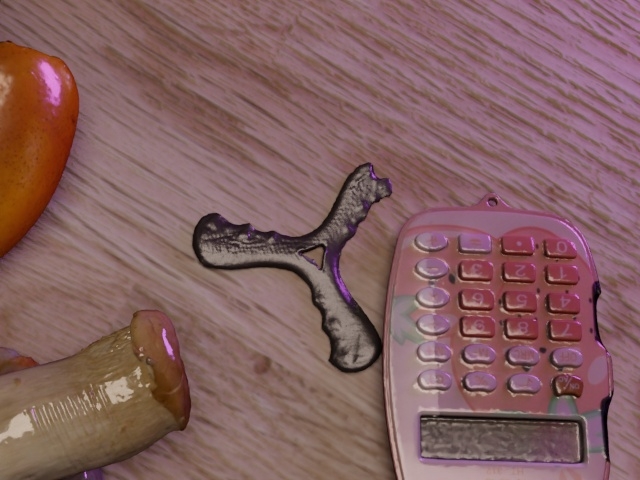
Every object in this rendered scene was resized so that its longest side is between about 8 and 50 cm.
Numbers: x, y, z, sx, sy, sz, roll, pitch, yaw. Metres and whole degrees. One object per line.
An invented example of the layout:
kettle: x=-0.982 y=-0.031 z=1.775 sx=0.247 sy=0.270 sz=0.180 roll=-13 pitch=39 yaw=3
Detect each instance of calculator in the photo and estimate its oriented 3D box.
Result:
calculator: x=0.164 y=0.114 z=1.208 sx=0.220 sy=0.048 sz=0.330 roll=3 pitch=74 yaw=-6

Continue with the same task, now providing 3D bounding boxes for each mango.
mango: x=-0.311 y=-0.068 z=1.142 sx=0.154 sy=0.126 sz=0.252 roll=32 pitch=82 yaw=-20

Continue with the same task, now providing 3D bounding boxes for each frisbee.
frisbee: x=0.000 y=0.000 z=1.227 sx=0.211 sy=0.012 sz=0.187 roll=33 pitch=74 yaw=2

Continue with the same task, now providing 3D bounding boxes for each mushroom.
mushroom: x=-0.262 y=0.175 z=1.052 sx=0.351 sy=0.095 sz=0.123 roll=-31 pitch=90 yaw=-7

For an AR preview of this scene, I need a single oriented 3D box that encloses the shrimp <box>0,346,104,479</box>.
shrimp: x=-0.259 y=0.236 z=1.110 sx=0.164 sy=0.062 sz=0.317 roll=-29 pitch=78 yaw=-9
